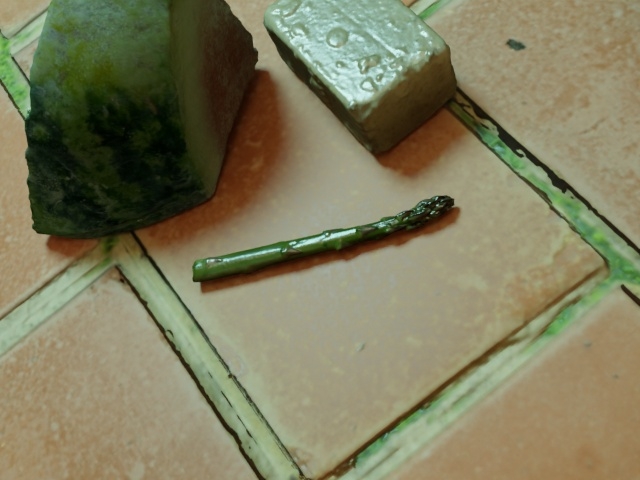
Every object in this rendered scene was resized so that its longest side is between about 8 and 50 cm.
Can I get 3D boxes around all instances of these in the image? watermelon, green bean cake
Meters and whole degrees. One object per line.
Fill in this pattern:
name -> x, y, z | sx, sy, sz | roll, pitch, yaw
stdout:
watermelon -> -0.191, -0.151, 0.880 | 0.193, 0.232, 0.310 | 12, 113, 21
green bean cake -> 0.035, -0.179, 0.865 | 0.109, 0.085, 0.179 | -38, 60, -2

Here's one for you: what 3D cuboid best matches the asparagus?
asparagus -> 0.000, 0.000, 0.822 | 0.249, 0.025, 0.024 | -15, 18, 11
